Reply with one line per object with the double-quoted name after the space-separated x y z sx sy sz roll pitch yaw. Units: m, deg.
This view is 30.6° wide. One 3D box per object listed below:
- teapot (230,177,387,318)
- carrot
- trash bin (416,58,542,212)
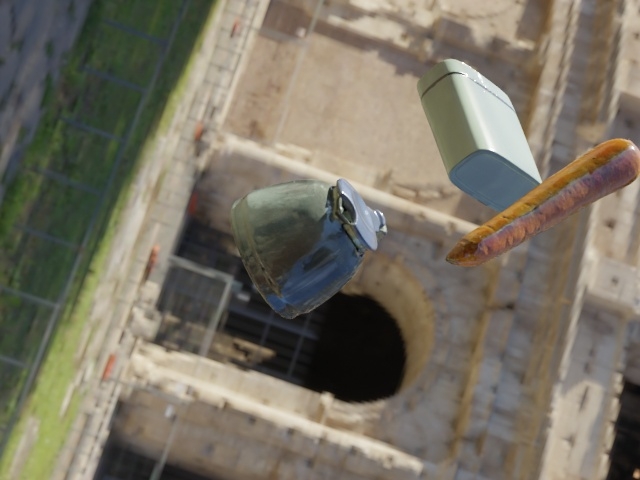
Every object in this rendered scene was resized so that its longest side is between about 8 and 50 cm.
0.001 0.007 0.982 0.149 0.108 0.111 50 21 -46 "teapot"
0.160 -0.022 0.833 0.190 0.037 0.037 -30 164 -26 "carrot"
0.159 -0.102 1.160 0.059 0.116 0.130 -40 -136 28 "trash bin"
